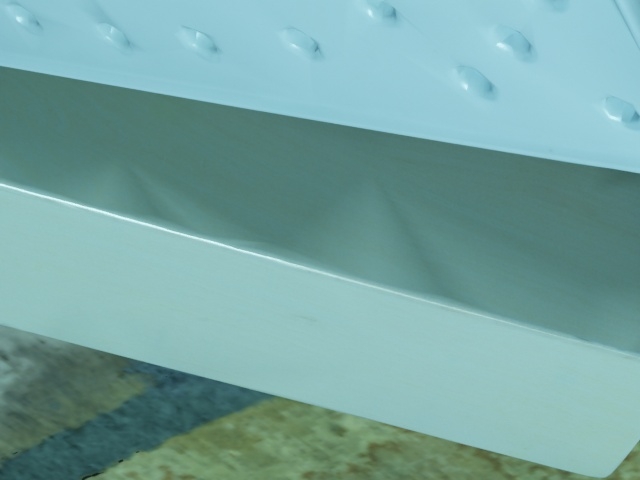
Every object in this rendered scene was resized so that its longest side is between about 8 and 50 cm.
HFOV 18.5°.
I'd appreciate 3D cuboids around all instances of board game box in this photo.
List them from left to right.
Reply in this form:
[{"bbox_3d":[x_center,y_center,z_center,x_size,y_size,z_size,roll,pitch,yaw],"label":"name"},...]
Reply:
[{"bbox_3d":[-0.127,-0.179,0.464,0.390,0.050,0.390,13,151,41],"label":"board game box"}]

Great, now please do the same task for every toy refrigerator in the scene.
[{"bbox_3d":[0.000,0.000,0.750,0.269,0.102,0.094,14,141,-9],"label":"toy refrigerator"}]
